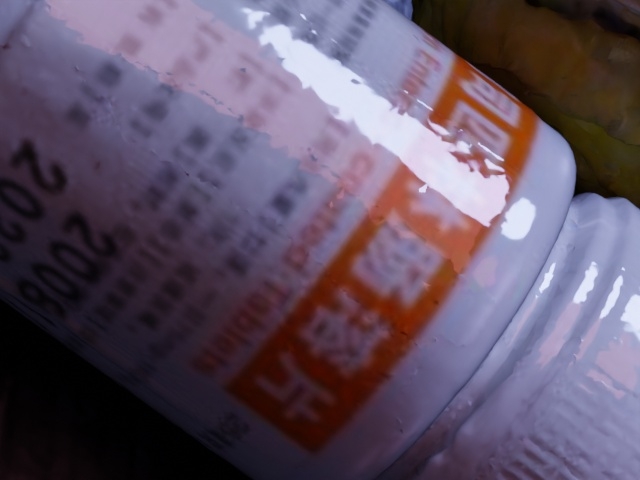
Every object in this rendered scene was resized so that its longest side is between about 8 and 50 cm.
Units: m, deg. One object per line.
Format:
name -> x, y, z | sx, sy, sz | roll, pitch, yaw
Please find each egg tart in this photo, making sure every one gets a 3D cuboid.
egg tart -> 0.132, -0.068, 0.996 | 0.291, 0.291, 0.107 | 38, 84, -6

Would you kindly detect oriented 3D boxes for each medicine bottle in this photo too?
medicine bottle -> 0.000, 0.000, 0.890 | 0.371, 0.211, 0.211 | 36, 53, -7
